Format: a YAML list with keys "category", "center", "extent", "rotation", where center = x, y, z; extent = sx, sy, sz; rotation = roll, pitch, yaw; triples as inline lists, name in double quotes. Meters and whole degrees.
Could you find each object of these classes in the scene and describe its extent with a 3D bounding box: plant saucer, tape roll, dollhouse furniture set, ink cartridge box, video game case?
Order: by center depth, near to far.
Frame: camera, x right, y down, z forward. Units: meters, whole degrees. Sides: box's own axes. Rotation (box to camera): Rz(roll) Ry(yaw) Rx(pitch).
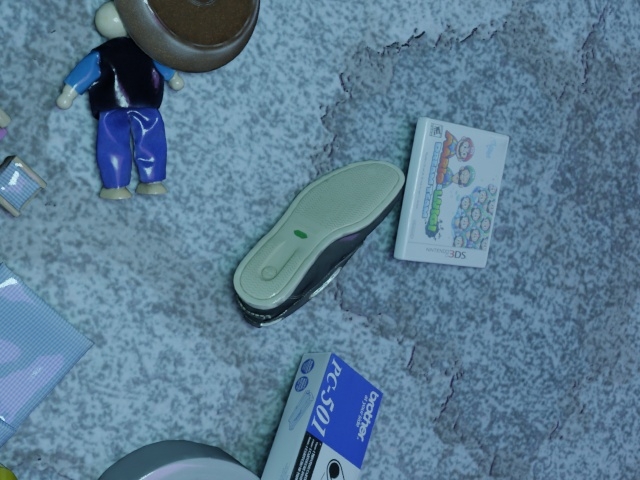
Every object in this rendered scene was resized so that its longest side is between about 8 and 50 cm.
- category: "dollhouse furniture set"
  center: [-0.296, 0.068, 1.043]
  extent: [0.286, 0.198, 0.303]
  rotation: [-47, 114, -12]
- category: "plant saucer"
  center: [-0.123, -0.249, 1.152]
  extent: [0.168, 0.029, 0.168]
  rotation: [0, 89, -37]
- category: "tape roll"
  center: [-0.146, 0.321, 1.223]
  extent: [0.219, 0.072, 0.219]
  rotation: [-4, 98, -26]
- category: "ink cartridge box"
  center: [-0.005, 0.231, 1.241]
  extent: [0.097, 0.046, 0.207]
  rotation: [42, 54, -35]
- category: "video game case"
  center: [0.148, -0.051, 1.319]
  extent: [0.143, 0.019, 0.157]
  rotation: [6, 95, -42]

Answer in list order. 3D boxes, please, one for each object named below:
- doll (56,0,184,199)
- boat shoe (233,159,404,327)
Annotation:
- category: "doll"
  center: [-0.194, -0.136, 1.146]
  extent: [0.129, 0.046, 0.189]
  rotation: [-8, 102, -26]
- category: "boat shoe"
  center: [0.000, 0.000, 1.257]
  extent: [0.233, 0.084, 0.079]
  rotation: [-44, 152, -21]
